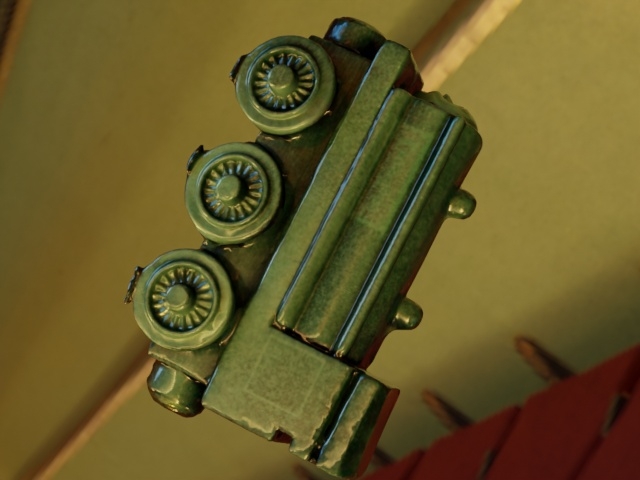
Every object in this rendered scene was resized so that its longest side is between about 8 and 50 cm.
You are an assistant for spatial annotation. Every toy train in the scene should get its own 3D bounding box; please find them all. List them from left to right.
[{"bbox_3d":[0.000,0.000,0.555,0.111,0.170,0.071,26,176,12],"label":"toy train"}]
